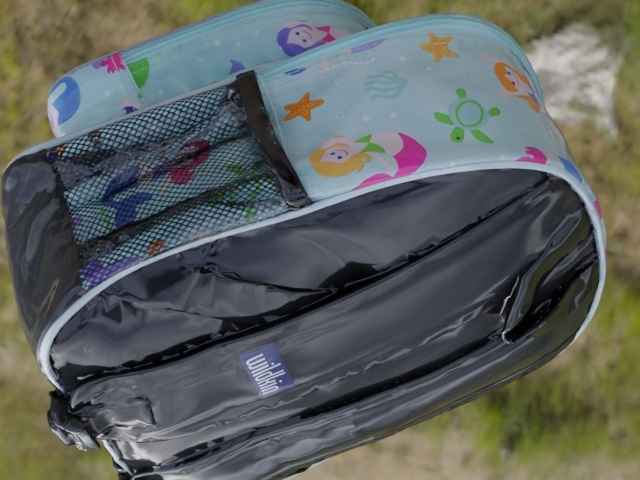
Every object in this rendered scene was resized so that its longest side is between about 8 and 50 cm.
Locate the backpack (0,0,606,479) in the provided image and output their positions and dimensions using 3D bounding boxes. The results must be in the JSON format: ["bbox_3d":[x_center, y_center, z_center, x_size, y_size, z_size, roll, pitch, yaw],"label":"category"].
[{"bbox_3d":[0.000,0.000,0.762,0.253,0.191,0.225,-18,145,5],"label":"backpack"}]
